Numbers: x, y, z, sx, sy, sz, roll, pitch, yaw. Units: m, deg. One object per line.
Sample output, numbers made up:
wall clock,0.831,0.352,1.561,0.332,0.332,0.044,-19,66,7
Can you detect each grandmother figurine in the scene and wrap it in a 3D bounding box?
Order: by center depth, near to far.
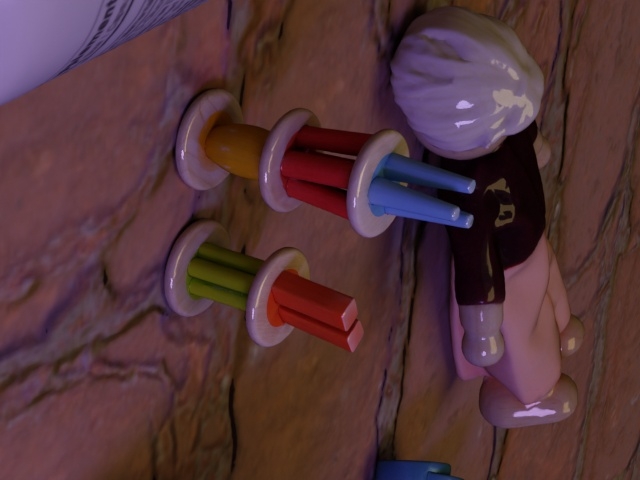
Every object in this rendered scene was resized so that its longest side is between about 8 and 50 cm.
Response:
grandmother figurine,0.115,-0.009,0.942,0.342,0.104,0.207,70,18,-44

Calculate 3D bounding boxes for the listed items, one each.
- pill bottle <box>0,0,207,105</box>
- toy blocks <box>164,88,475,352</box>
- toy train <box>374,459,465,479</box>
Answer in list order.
pill bottle,-0.097,-0.131,0.426,0.283,0.160,0.160,-38,136,-46
toy blocks,0.000,0.000,0.679,0.054,0.148,0.123,-21,122,-55
toy train,0.094,0.245,1.043,0.248,0.105,0.143,31,64,-61
